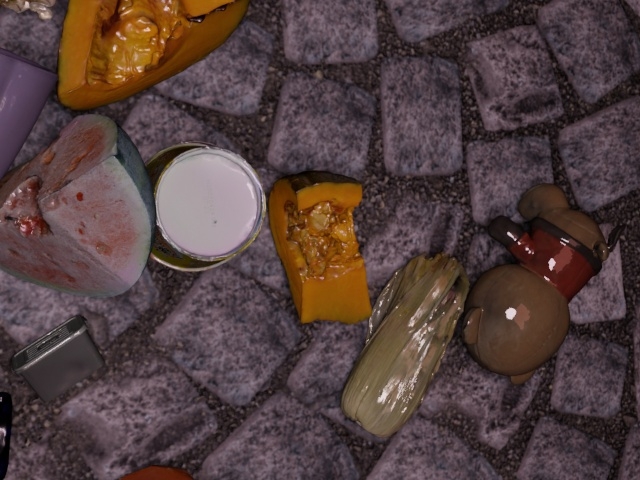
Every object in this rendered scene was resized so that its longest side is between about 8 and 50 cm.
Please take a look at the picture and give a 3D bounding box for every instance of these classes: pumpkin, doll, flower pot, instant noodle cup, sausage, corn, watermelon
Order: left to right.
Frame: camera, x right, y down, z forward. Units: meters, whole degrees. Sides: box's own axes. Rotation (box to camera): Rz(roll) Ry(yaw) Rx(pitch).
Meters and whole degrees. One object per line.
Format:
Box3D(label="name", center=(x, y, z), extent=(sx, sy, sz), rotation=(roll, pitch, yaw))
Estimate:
Box3D(label="flower pot", center=(-0.503, -0.156, 1.058), extent=(0.265, 0.265, 0.243), rotation=(23, 97, -18))
Box3D(label="watermelon", center=(-0.320, -0.044, 1.135), extent=(0.188, 0.321, 0.175), rotation=(51, 45, -37))
Box3D(label="sausage", center=(-0.268, 0.384, 1.217), extent=(0.179, 0.089, 0.089), rotation=(-25, 98, -14))
Box3D(label="pumpkin", center=(-0.262, -0.320, 1.195), extent=(0.312, 0.148, 0.169), rotation=(-31, 83, -10))
Box3D(label="instant noodle cup", center=(-0.171, -0.048, 1.211), extent=(0.204, 0.153, 0.205), rotation=(-1, 92, -20))
Box3D(label="pumpkin", center=(-0.001, 0.004, 1.294), extent=(0.130, 0.126, 0.248), rotation=(-12, 113, -26))
Box3D(label="corn", center=(0.137, 0.163, 1.332), extent=(0.122, 0.123, 0.305), rotation=(29, 81, -15))
Box3D(label="doll", center=(0.363, 0.075, 1.380), extent=(0.235, 0.174, 0.330), rotation=(40, 80, -39))

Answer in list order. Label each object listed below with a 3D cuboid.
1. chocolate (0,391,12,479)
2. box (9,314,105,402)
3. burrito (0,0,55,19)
Box3D(label="chocolate", center=(-0.583, 0.242, 1.100), extent=(0.343, 0.126, 0.148), rotation=(12, 48, -16))
Box3D(label="box", center=(-0.370, 0.169, 1.185), extent=(0.122, 0.084, 0.069), rotation=(-34, 110, -15))
Box3D(label="burrito", center=(-0.351, -0.485, 1.151), extent=(0.117, 0.076, 0.392), rotation=(25, 69, -31))
